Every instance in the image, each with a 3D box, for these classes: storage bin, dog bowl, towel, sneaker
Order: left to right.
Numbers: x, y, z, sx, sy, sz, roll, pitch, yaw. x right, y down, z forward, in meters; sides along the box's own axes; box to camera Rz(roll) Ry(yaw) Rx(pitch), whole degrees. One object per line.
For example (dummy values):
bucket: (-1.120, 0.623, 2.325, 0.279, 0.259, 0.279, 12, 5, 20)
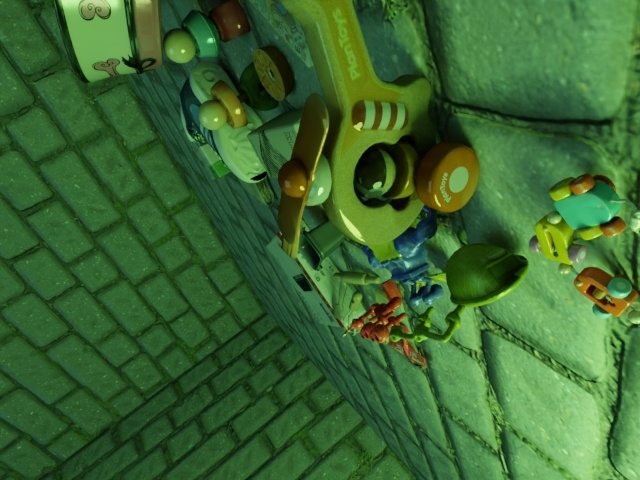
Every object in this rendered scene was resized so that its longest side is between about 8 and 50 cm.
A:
dog bowl: (-0.369, -0.495, 0.792, 0.408, 0.150, 0.409, 177, 90, -72)
sneaker: (-0.254, -0.272, 1.148, 0.323, 0.130, 0.236, 61, 154, -3)
towel: (-0.237, -0.247, 1.343, 0.187, 0.049, 0.282, 38, 156, 49)
storage bin: (0.000, 0.000, 1.088, 0.098, 0.091, 0.135, 52, 163, 10)

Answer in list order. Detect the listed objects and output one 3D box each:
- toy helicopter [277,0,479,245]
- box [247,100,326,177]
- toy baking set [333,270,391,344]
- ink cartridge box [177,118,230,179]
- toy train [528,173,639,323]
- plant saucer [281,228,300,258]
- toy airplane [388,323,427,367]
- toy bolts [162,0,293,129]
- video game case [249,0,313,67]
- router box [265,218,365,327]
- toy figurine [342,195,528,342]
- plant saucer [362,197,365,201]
toy helicopter: (0.025, -0.142, 0.488, 0.140, 0.234, 0.355, 32, 152, 53)
box: (-0.041, -0.183, 0.838, 0.113, 0.094, 0.275, 61, 163, -19)
toy baking set: (0.096, 0.167, 1.123, 0.256, 0.030, 0.197, 7, 116, 51)
ink cartridge box: (-0.380, -0.324, 1.507, 0.220, 0.092, 0.160, 60, 162, -15)
toy train: (0.272, 0.002, 0.424, 0.125, 0.046, 0.166, 41, 162, 36)
plant saucer: (-0.072, -0.057, 1.073, 0.200, 0.037, 0.200, -177, 90, -82)
toy airplane: (0.212, 0.257, 1.110, 0.151, 0.028, 0.151, 46, 160, 23)
toy bolts: (-0.184, -0.326, 0.841, 0.229, 0.158, 0.218, 62, 162, -22)
video game case: (-0.062, -0.390, 0.612, 0.206, 0.026, 0.227, 52, 164, 12)
router box: (-0.028, 0.112, 1.398, 0.336, 0.082, 0.301, 55, 164, -1)
toy figurine: (0.104, 0.014, 0.681, 0.217, 0.191, 0.362, 60, 162, 1)
plant saucer: (0.084, -0.068, 0.855, 0.083, 0.015, 0.083, 49, 163, 21)
